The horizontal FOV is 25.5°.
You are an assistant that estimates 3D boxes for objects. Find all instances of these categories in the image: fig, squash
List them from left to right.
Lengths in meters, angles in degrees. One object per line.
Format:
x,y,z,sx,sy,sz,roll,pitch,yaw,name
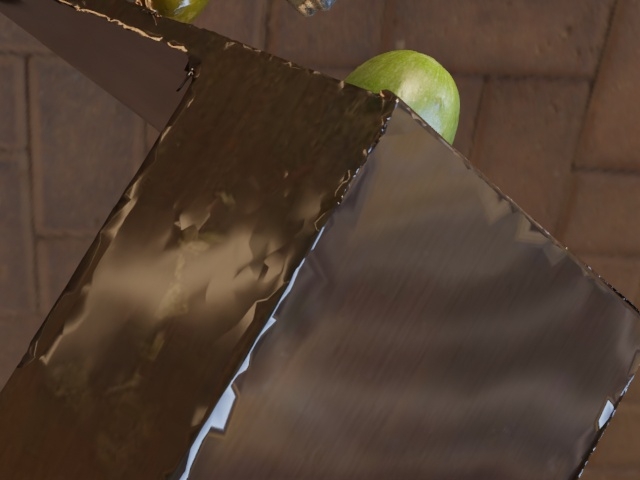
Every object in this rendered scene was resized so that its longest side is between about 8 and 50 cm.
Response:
-0.141,-0.243,1.381,0.088,0.074,0.074,-25,132,-30,fig
-0.003,-0.003,1.222,0.118,0.118,0.370,34,88,-21,squash

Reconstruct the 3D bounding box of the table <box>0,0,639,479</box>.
-0.078,0.056,0.545,0.196,0.282,0.250,34,83,-47,table

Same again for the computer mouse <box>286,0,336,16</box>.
0.026,-0.289,1.037,0.200,0.389,0.115,-30,116,8,computer mouse
